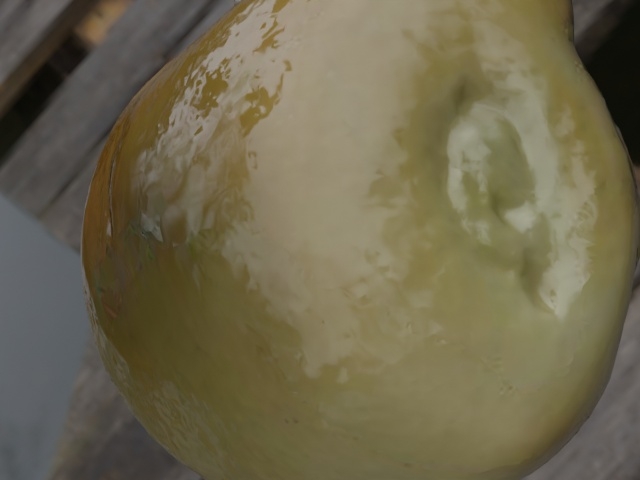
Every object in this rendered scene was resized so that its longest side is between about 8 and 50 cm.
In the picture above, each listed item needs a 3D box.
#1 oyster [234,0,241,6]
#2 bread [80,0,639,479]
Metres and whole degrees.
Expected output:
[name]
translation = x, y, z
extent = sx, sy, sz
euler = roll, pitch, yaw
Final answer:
[oyster]
translation = -0.060, -0.168, 1.742
extent = 0.214, 0.083, 0.223
euler = -40, 43, 4
[bread]
translation = 0.000, 0.000, 1.127
extent = 0.376, 0.253, 0.348
euler = 163, 97, -67
